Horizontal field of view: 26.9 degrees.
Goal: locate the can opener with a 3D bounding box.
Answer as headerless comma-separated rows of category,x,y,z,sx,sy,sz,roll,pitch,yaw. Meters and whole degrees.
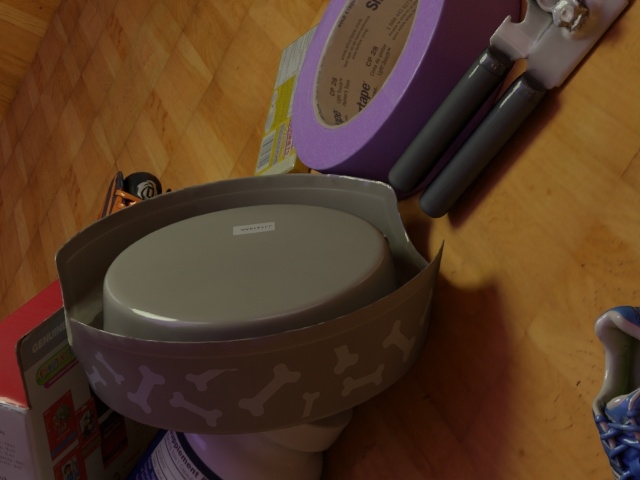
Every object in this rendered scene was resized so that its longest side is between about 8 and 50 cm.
can opener,0.167,-0.139,1.180,0.280,0.074,0.093,-52,-5,25

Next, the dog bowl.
dog bowl,-0.061,0.049,1.177,0.349,0.349,0.102,-130,31,-63

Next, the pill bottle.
pill bottle,-0.091,0.223,1.267,0.264,0.153,0.153,-54,28,24

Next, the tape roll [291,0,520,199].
tape roll,0.080,-0.182,1.347,0.275,0.090,0.275,-45,33,41

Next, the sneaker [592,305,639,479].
sneaker,0.206,0.137,0.837,0.080,0.081,0.211,-37,40,45

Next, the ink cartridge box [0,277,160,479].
ink cartridge box,-0.240,0.129,1.362,0.309,0.130,0.272,-43,-41,-51

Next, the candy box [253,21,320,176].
candy box,-0.031,-0.160,1.618,0.105,0.027,0.206,-23,50,53

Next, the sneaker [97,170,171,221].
sneaker,-0.250,-0.019,1.820,0.321,0.124,0.180,-18,54,58
